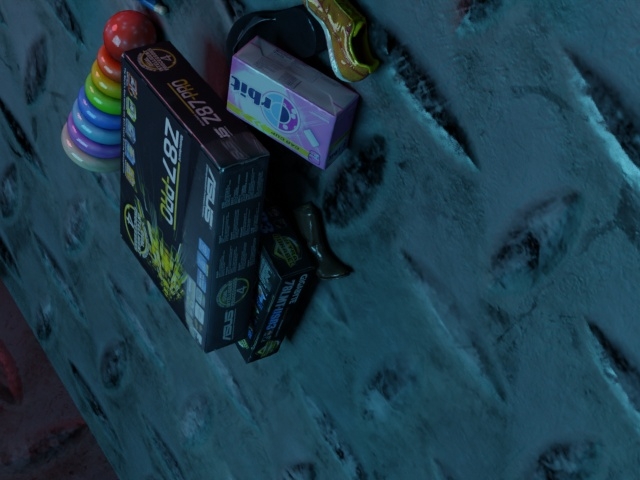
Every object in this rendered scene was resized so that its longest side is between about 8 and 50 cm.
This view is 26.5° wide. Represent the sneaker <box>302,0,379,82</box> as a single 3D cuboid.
[{"bbox_3d":[0.028,-0.297,1.801,0.067,0.064,0.175,-21,99,41],"label":"sneaker"}]

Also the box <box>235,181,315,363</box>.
[{"bbox_3d":[-0.134,0.011,2.240,0.296,0.073,0.293,59,153,23],"label":"box"}]

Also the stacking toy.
[{"bbox_3d":[-0.359,-0.271,2.367,0.141,0.141,0.330,51,143,22],"label":"stacking toy"}]

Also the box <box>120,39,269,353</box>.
[{"bbox_3d":[-0.209,-0.066,2.150,0.318,0.097,0.395,48,145,34],"label":"box"}]

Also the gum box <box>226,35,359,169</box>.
[{"bbox_3d":[-0.046,-0.197,1.921,0.188,0.062,0.107,32,142,16],"label":"gum box"}]

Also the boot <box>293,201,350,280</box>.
[{"bbox_3d":[0.000,0.000,2.084,0.106,0.037,0.114,12,117,52],"label":"boot"}]

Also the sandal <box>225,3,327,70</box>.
[{"bbox_3d":[-0.079,-0.288,1.967,0.254,0.054,0.097,-12,101,60],"label":"sandal"}]

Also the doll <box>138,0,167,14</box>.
[{"bbox_3d":[-0.288,-0.421,2.208,0.129,0.046,0.189,50,156,-18],"label":"doll"}]
